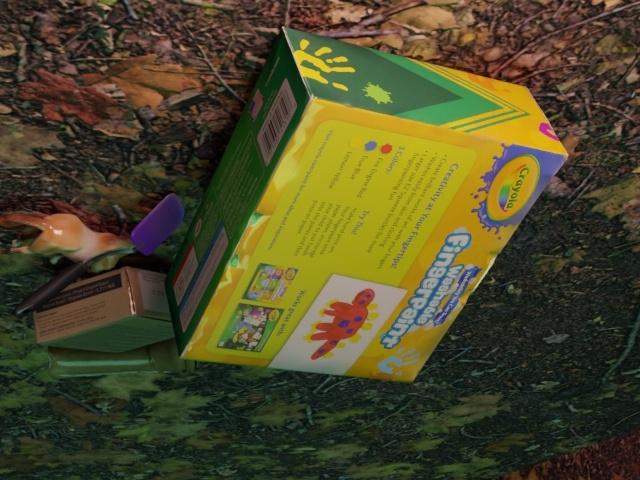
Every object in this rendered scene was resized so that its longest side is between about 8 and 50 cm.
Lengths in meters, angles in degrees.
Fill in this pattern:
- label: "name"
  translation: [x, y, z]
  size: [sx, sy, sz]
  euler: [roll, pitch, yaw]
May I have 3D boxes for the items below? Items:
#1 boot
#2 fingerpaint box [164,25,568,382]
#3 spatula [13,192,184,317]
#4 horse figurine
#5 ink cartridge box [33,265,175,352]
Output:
- label: "boot"
  translation: [-0.362, 0.208, 2.084]
  size: [0.269, 0.089, 0.236]
  euler: [0, 160, -8]
- label: "fingerpaint box"
  translation: [0.044, -0.027, 1.514]
  size: [0.371, 0.163, 0.445]
  euler: [9, 129, -26]
- label: "spatula"
  translation: [-0.328, 0.031, 1.697]
  size: [0.296, 0.030, 0.084]
  euler: [-31, 152, -4]
- label: "horse figurine"
  translation: [-0.385, 0.005, 1.731]
  size: [0.174, 0.066, 0.263]
  euler: [-20, 151, 34]
- label: "ink cartridge box"
  translation: [-0.326, 0.118, 1.883]
  size: [0.193, 0.088, 0.234]
  euler: [-18, 164, 21]
